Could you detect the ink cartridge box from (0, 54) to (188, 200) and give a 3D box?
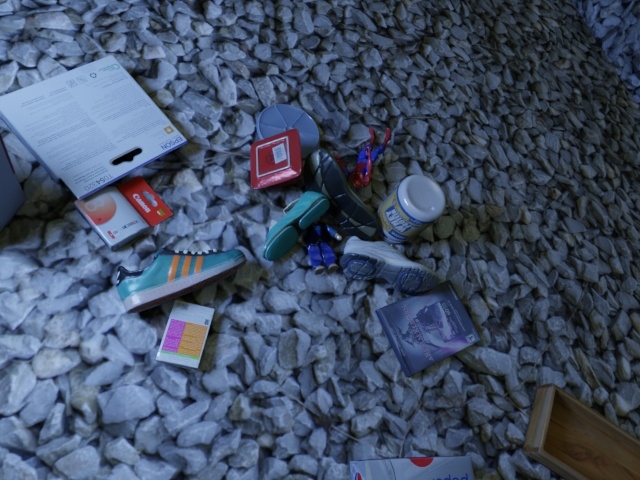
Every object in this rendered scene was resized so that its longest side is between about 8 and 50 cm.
[{"bbox_3d":[-0.576,-0.289,1.181,0.324,0.071,0.330,-39,87,-32],"label":"ink cartridge box"}]

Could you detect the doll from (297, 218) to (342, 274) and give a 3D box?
[{"bbox_3d":[0.000,0.000,1.279,0.129,0.046,0.189,-8,62,-14],"label":"doll"}]

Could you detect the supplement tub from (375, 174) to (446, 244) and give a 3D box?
[{"bbox_3d":[0.252,-0.083,1.327,0.144,0.199,0.144,9,63,-17],"label":"supplement tub"}]

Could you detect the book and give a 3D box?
[{"bbox_3d":[-0.312,0.217,1.063,0.096,0.035,0.144,16,61,-10],"label":"book"}]

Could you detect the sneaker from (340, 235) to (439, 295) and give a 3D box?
[{"bbox_3d":[0.201,0.060,1.292,0.297,0.111,0.129,21,38,-11],"label":"sneaker"}]

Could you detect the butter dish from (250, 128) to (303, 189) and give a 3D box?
[{"bbox_3d":[-0.109,-0.211,1.305,0.160,0.118,0.160,-15,64,20],"label":"butter dish"}]

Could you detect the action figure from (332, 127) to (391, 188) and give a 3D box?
[{"bbox_3d":[0.130,-0.270,1.409,0.091,0.139,0.280,7,56,29],"label":"action figure"}]

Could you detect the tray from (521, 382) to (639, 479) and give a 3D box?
[{"bbox_3d":[0.768,0.599,1.279,0.411,0.076,0.203,33,59,-3],"label":"tray"}]

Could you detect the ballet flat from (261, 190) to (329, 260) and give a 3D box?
[{"bbox_3d":[-0.083,-0.044,1.248,0.247,0.083,0.087,-45,51,-17],"label":"ballet flat"}]

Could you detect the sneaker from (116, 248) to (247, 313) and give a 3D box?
[{"bbox_3d":[-0.326,0.062,1.086,0.302,0.108,0.121,-20,79,-27],"label":"sneaker"}]

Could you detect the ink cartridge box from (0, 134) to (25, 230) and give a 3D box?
[{"bbox_3d":[-0.835,-0.171,0.897,0.385,0.279,0.160,25,59,-9],"label":"ink cartridge box"}]

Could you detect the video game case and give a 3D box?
[{"bbox_3d":[0.309,0.241,1.298,0.274,0.026,0.196,-16,73,-28],"label":"video game case"}]

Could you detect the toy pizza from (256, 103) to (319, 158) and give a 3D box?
[{"bbox_3d":[-0.099,-0.331,1.407,0.201,0.032,0.201,8,64,-18],"label":"toy pizza"}]

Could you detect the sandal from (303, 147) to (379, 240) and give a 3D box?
[{"bbox_3d":[0.057,-0.129,1.329,0.303,0.120,0.086,53,27,-12],"label":"sandal"}]

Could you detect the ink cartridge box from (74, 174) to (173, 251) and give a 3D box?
[{"bbox_3d":[-0.480,-0.078,1.131,0.179,0.045,0.145,-39,85,-29],"label":"ink cartridge box"}]

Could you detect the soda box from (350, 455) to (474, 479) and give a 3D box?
[{"bbox_3d":[0.216,0.559,1.070,0.286,0.091,0.098,7,63,-18],"label":"soda box"}]
